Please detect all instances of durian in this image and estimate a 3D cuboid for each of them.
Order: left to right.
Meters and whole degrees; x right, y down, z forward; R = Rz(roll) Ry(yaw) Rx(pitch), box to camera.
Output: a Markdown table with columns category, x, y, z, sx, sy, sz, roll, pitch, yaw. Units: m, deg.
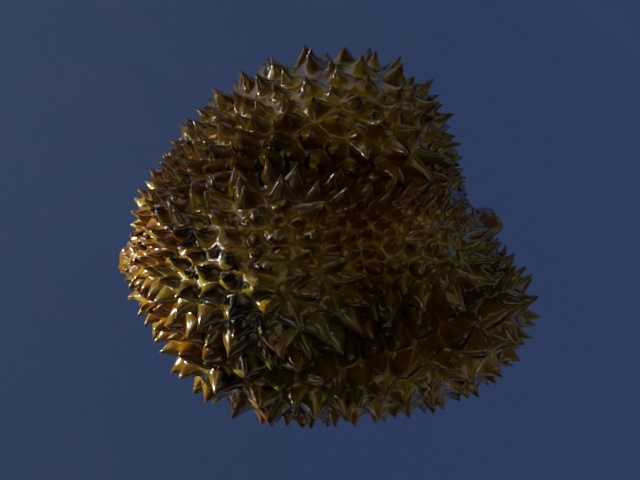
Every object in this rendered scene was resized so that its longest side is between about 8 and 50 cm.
| category | x | y | z | sx | sy | sz | roll | pitch | yaw |
| --- | --- | --- | --- | --- | --- | --- | --- | --- | --- |
| durian | 0.000 | 0.000 | 0.595 | 0.168 | 0.137 | 0.158 | -8 | -119 | -8 |
